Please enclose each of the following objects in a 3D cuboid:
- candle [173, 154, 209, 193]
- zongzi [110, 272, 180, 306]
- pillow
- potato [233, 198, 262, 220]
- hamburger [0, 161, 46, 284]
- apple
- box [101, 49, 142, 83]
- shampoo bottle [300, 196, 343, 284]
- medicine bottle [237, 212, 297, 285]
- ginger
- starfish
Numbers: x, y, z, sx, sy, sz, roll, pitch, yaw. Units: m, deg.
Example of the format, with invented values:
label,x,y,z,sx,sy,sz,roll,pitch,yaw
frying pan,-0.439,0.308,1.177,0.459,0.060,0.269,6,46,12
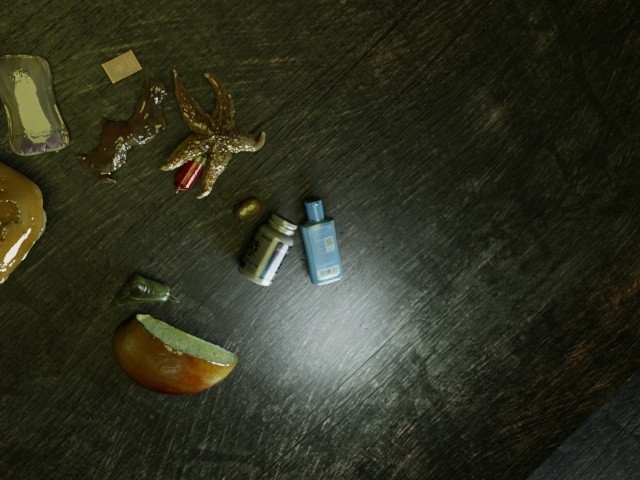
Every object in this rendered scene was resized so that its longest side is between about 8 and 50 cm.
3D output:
label,x,y,z,sx,sy,sz,roll,pitch,yaw
candle,-0.344,-0.178,1.392,0.052,0.052,0.130,30,95,-24
zongzi,-0.478,0.162,1.462,0.154,0.062,0.130,26,118,-39
pillow,-0.680,-0.317,1.244,0.131,0.038,0.232,-12,107,-17
potato,-0.203,-0.086,1.474,0.083,0.040,0.051,-30,122,-7
hamburger,-0.796,-0.040,1.185,0.284,0.174,0.304,33,61,-20
apple,-0.407,0.333,1.485,0.346,0.254,0.179,30,54,-24
box,-0.481,-0.421,1.288,0.082,0.023,0.051,-31,112,-8
shampoo bottle,0.000,0.000,1.556,0.104,0.061,0.258,-15,110,-13
medicine bottle,-0.145,0.023,1.489,0.107,0.107,0.191,26,96,-24
ginger,-0.474,-0.274,1.314,0.122,0.084,0.290,43,92,0
starfish,-0.285,-0.264,1.342,0.299,0.060,0.302,33,74,-32
